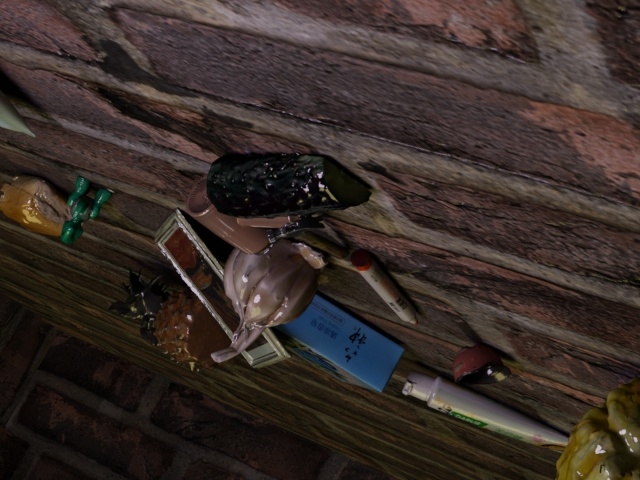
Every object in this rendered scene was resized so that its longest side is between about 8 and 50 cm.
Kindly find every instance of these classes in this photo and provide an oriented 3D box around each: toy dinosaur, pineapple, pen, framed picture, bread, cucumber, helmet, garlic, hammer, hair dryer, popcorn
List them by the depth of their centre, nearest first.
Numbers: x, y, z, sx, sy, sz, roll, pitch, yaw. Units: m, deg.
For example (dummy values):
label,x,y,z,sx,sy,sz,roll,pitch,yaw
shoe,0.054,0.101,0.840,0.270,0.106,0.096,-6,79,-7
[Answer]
label,x,y,z,sx,sy,sz,roll,pitch,yaw
cucumber,-0.042,-0.050,1.351,0.078,0.062,0.211,37,163,-32
popcorn,0.388,0.311,1.421,0.282,0.282,0.247,29,137,-8
hammer,0.000,0.000,1.480,0.062,0.017,0.182,-21,163,17
hair dryer,-0.065,-0.028,1.497,0.181,0.064,0.117,3,153,48
pen,0.088,0.067,1.610,0.026,0.026,0.218,19,164,31
garlic,-0.085,0.077,1.655,0.127,0.194,0.131,36,172,3
helmet,0.211,0.163,1.681,0.084,0.049,0.065,7,145,-40
framed picture,-0.155,0.081,1.896,0.273,0.016,0.216,52,162,-1
toy dinosaur,-0.367,-0.041,1.924,0.059,0.096,0.132,27,169,-6
bread,-0.465,-0.052,2.091,0.125,0.082,0.106,42,167,-37
pineapple,-0.279,0.134,2.284,0.165,0.166,0.364,37,165,-36

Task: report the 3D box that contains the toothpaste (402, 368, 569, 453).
label,x,y,z,sx,sy,sz,roll,pitch,yaw
toothpaste,0.281,0.279,1.982,0.314,0.056,0.058,23,-154,5

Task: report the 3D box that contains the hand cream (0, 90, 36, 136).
label,x,y,z,sx,sy,sz,roll,pitch,yaw
hand cream,-0.464,-0.206,1.520,0.147,0.093,0.306,24,168,19

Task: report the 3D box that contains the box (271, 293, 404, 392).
label,x,y,z,sx,sy,sz,roll,pitch,yaw
box,-0.005,0.140,1.929,0.232,0.083,0.142,31,169,-21
